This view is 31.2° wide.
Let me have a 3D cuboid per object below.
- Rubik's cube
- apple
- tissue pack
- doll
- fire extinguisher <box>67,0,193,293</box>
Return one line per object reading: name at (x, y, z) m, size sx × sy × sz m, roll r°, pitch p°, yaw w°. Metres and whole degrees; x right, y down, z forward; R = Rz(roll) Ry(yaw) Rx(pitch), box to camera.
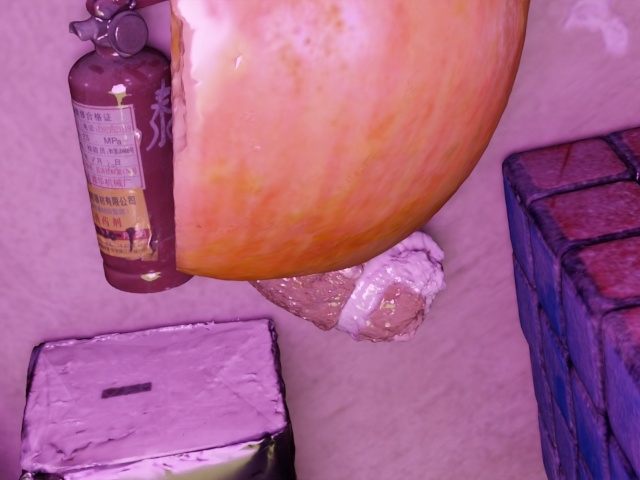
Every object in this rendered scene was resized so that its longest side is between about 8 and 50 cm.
Rubik's cube at (0.342, 0.113, 0.816) m, size 0.343 × 0.344 × 0.337 m, roll -11°, pitch 119°, yaw 2°
apple at (-0.006, -0.132, 0.698) m, size 0.252 × 0.314 × 0.309 m, roll -4°, pitch 92°, yaw 40°
tissue pack at (-0.110, 0.260, 0.927) m, size 0.210 × 0.198 × 0.370 m, roll -5°, pitch 118°, yaw 0°
doll at (-0.004, 0.004, 0.852) m, size 0.221 × 0.105 × 0.115 m, roll 32°, pitch 136°, yaw -27°
fire extinguisher at (-0.128, -0.094, 0.823) m, size 0.075 × 0.106 × 0.252 m, roll 13°, pitch 122°, yaw 31°
